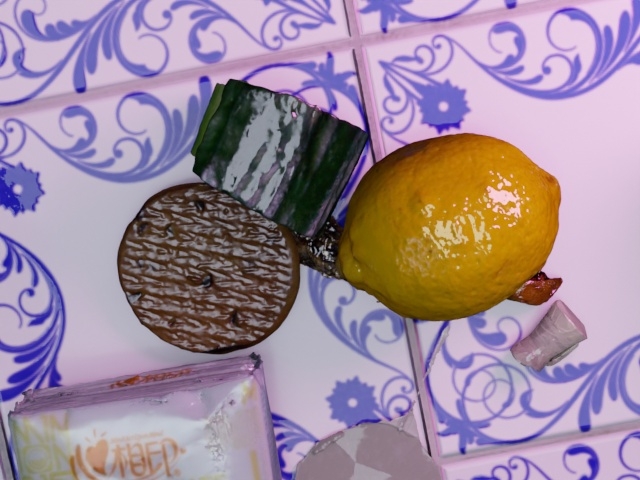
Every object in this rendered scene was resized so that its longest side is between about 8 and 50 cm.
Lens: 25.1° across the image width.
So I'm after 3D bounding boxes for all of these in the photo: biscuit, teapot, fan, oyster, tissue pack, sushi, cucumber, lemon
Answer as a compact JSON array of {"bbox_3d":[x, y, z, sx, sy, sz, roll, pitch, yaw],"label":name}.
[{"bbox_3d":[-0.126,0.031,1.639,0.212,0.036,0.212,1,105,5],"label":"biscuit"},{"bbox_3d":[0.263,0.116,1.651,0.083,0.057,0.067,-40,124,11],"label":"teapot"},{"bbox_3d":[0.086,0.237,1.685,0.182,0.010,0.310,25,100,-3],"label":"fan"},{"bbox_3d":[0.000,0.000,1.647,0.132,0.029,0.086,12,97,2],"label":"oyster"},{"bbox_3d":[-0.174,0.345,1.629,0.287,0.162,0.388,-9,97,-1],"label":"tissue pack"},{"bbox_3d":[0.229,0.048,1.643,0.099,0.050,0.047,14,91,-12],"label":"sushi"},{"bbox_3d":[-0.048,-0.099,1.559,0.191,0.191,0.130,30,93,-3],"label":"cucumber"},{"bbox_3d":[0.138,-0.015,1.560,0.260,0.204,0.204,-21,96,3],"label":"lemon"}]
